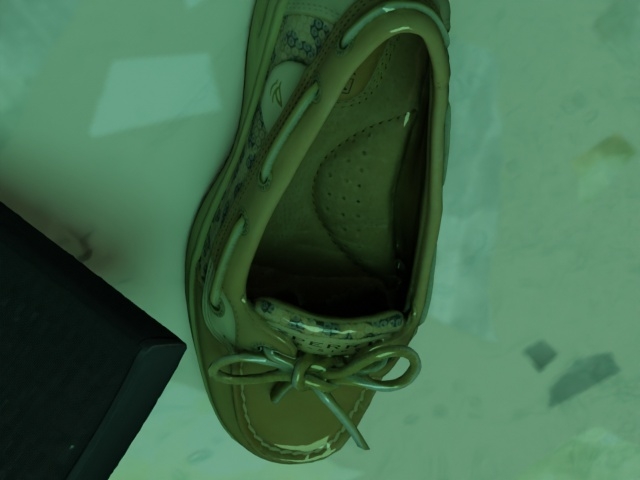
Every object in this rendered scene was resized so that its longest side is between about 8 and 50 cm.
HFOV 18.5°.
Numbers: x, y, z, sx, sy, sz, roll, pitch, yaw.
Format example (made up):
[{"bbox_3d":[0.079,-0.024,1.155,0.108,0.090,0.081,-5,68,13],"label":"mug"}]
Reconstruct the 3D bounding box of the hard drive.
[{"bbox_3d":[-0.192,0.099,0.816,0.172,0.054,0.254,38,86,-4],"label":"hard drive"}]

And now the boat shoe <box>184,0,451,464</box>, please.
[{"bbox_3d":[0.000,0.000,0.856,0.104,0.089,0.285,-2,127,-12],"label":"boat shoe"}]
